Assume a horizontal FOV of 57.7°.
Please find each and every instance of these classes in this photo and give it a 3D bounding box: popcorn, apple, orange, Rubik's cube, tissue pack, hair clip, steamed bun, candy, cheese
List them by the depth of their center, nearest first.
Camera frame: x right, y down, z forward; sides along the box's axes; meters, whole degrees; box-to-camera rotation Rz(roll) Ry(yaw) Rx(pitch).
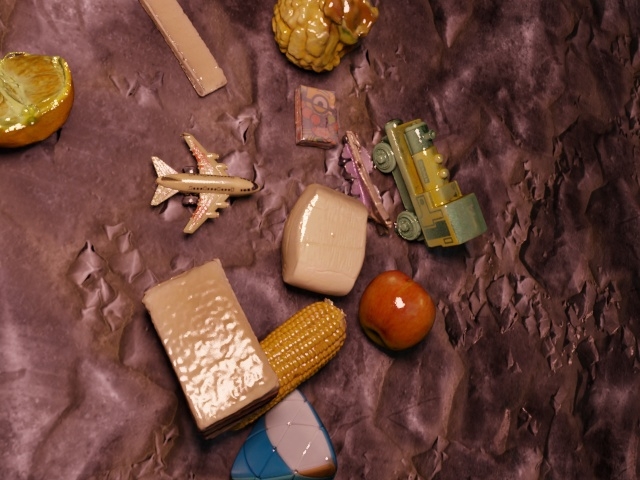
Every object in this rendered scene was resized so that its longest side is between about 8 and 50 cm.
[{"bbox_3d":[-0.587,-0.259,1.097,0.237,0.158,0.179,-27,59,-35],"label":"orange"},{"bbox_3d":[-0.224,0.213,1.180,0.179,0.135,0.321,-23,67,-18],"label":"candy"},{"bbox_3d":[-0.027,0.489,1.274,0.254,0.254,0.254,5,80,-29],"label":"Rubik's cube"},{"bbox_3d":[-0.355,-0.524,1.350,0.085,0.034,0.400,-37,101,-28],"label":"cheese"},{"bbox_3d":[0.000,0.000,1.401,0.200,0.155,0.250,14,82,-24],"label":"steamed bun"},{"bbox_3d":[0.007,-0.554,1.449,0.258,0.270,0.224,-36,99,17],"label":"popcorn"},{"bbox_3d":[0.188,0.180,1.462,0.196,0.196,0.196,5,80,-29],"label":"apple"},{"bbox_3d":[-0.012,-0.317,1.496,0.108,0.060,0.148,2,80,-28],"label":"tissue pack"},{"bbox_3d":[0.115,-0.151,1.537,0.106,0.084,0.292,-19,87,-25],"label":"hair clip"}]

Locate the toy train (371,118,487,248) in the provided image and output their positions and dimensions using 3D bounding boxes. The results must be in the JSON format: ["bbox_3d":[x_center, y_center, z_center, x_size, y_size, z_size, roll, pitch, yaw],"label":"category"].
[{"bbox_3d":[0.274,-0.159,1.531,0.150,0.237,0.369,-23,94,-28],"label":"toy train"}]

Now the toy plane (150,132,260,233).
[{"bbox_3d":[-0.258,-0.125,1.311,0.244,0.092,0.229,4,79,-30],"label":"toy plane"}]

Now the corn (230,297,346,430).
[{"bbox_3d":[-0.089,0.279,1.317,0.387,0.144,0.144,-39,102,-28],"label":"corn"}]
